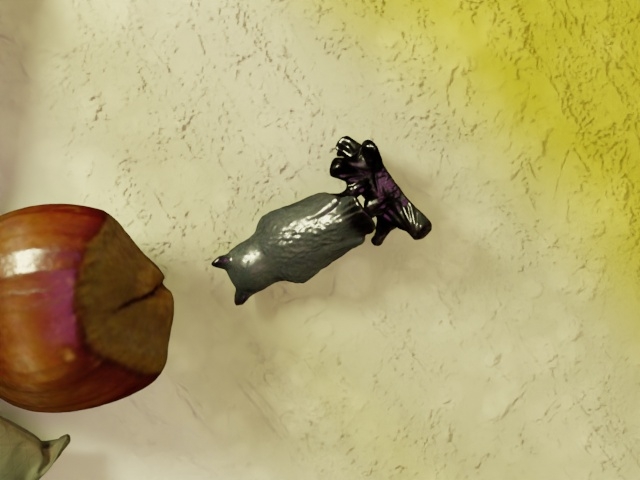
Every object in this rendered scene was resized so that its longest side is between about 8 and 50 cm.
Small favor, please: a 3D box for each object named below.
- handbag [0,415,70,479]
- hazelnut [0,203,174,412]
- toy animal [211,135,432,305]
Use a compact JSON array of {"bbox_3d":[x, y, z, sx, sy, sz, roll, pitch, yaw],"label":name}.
[{"bbox_3d":[-0.398,0.261,1.300,0.182,0.117,0.270,38,91,-27],"label":"handbag"},{"bbox_3d":[-0.257,0.066,1.265,0.181,0.181,0.212,-31,113,-39],"label":"hazelnut"},{"bbox_3d":[-0.002,0.003,1.312,0.210,0.117,0.121,-37,111,-3],"label":"toy animal"}]
